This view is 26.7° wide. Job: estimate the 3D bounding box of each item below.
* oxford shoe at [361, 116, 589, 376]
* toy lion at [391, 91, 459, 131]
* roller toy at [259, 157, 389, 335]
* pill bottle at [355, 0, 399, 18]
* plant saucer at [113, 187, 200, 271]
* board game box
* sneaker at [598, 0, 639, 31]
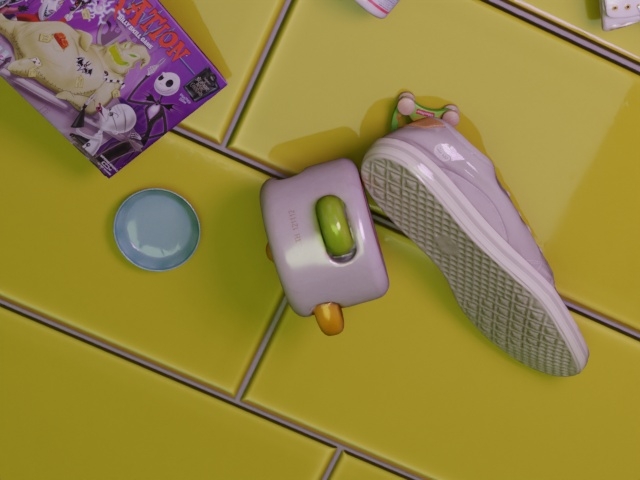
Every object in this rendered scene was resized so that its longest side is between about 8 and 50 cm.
[{"bbox_3d":[0.230,0.009,1.792,0.169,0.130,0.449,-13,124,51],"label":"oxford shoe"},{"bbox_3d":[0.140,-0.141,1.804,0.100,0.034,0.096,16,114,-4],"label":"toy lion"},{"bbox_3d":[0.000,0.000,1.765,0.146,0.191,0.209,-16,130,4],"label":"roller toy"},{"bbox_3d":[0.096,-0.367,1.704,0.087,0.087,0.160,38,104,-10],"label":"pill bottle"},{"bbox_3d":[-0.224,-0.017,1.850,0.119,0.021,0.119,0,108,0],"label":"plant saucer"},{"bbox_3d":[-0.289,-0.244,1.666,0.208,0.056,0.347,-41,135,2],"label":"board game box"},{"bbox_3d":[0.447,-0.289,1.720,0.169,0.108,0.292,-28,95,11],"label":"sneaker"}]
